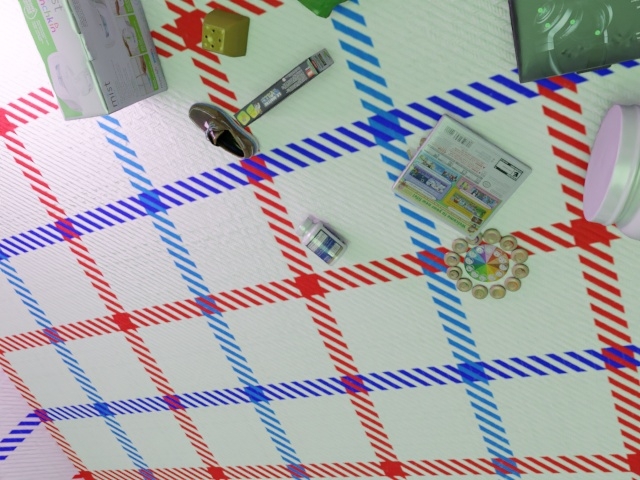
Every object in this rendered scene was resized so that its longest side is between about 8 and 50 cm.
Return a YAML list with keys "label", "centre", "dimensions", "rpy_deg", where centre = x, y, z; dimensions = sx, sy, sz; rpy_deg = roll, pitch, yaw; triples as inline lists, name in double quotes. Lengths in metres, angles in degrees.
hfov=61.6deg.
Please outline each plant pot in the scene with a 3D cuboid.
- label: "plant pot"
  centre: [-0.203, -0.422, 1.105]
  dimensions: [0.081, 0.083, 0.081]
  rpy_deg: [19, 123, 10]

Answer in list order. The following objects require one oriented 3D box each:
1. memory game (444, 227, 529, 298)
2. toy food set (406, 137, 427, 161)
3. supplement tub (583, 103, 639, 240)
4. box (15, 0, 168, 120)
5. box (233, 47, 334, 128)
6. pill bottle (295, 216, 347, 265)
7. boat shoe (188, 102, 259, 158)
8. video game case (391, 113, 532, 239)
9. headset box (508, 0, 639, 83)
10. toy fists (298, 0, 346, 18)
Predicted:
- label: "memory game"
  centre: [0.373, 0.056, 1.207]
  dimensions: [0.186, 0.012, 0.186]
  rpy_deg: [9, 120, 15]
- label: "toy food set"
  centre: [0.246, -0.187, 1.115]
  dimensions: [0.122, 0.019, 0.078]
  rpy_deg: [-20, 110, 21]
- label: "supplement tub"
  centre: [0.640, -0.101, 0.888]
  dimensions: [0.331, 0.241, 0.241]
  rpy_deg: [11, 121, 13]
- label: "box"
  centre: [-0.462, -0.409, 1.117]
  dimensions: [0.126, 0.231, 0.262]
  rpy_deg: [-3, 118, 21]
- label: "box"
  centre: [-0.075, -0.311, 1.103]
  dimensions: [0.207, 0.114, 0.036]
  rpy_deg: [-28, 105, 30]
- label: "pill bottle"
  centre: [0.000, 0.000, 1.277]
  dimensions: [0.120, 0.067, 0.067]
  rpy_deg: [40, 123, -5]
- label: "boat shoe"
  centre: [-0.227, -0.249, 1.219]
  dimensions: [0.183, 0.066, 0.066]
  rpy_deg: [31, 123, 1]
- label: "video game case"
  centre: [0.287, -0.126, 1.112]
  dimensions: [0.212, 0.023, 0.193]
  rpy_deg: [30, 120, -6]
- label: "headset box"
  centre: [0.429, -0.408, 0.857]
  dimensions: [0.246, 0.131, 0.283]
  rpy_deg: [-8, 115, 23]
- label: "toy fists"
  centre: [-0.039, -0.548, 0.972]
  dimensions: [0.279, 0.096, 0.142]
  rpy_deg: [41, 133, -7]
